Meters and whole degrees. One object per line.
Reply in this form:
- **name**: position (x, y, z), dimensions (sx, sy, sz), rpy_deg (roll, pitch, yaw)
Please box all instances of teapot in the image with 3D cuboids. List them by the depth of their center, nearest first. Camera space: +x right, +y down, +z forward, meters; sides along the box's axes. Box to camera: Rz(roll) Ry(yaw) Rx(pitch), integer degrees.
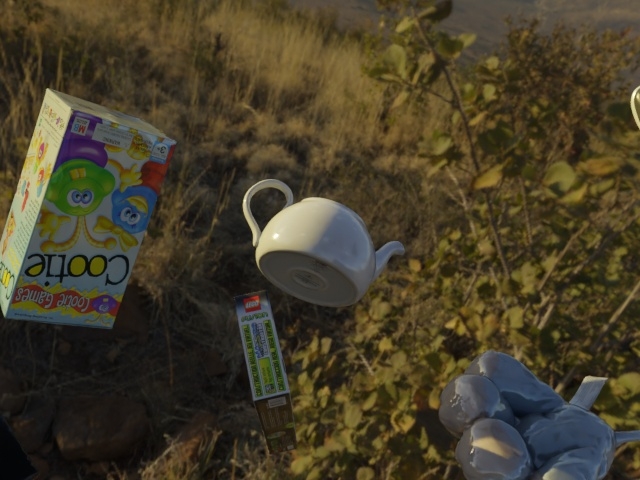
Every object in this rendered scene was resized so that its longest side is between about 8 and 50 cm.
- **teapot**: position (0.000, 0.000, 1.247), dimensions (0.252, 0.256, 0.187), rpy_deg (1, 56, 32)

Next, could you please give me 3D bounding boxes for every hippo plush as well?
- **hippo plush**: position (0.249, 0.301, 0.830), dimensions (0.294, 0.236, 0.234), rpy_deg (-13, 46, -42)

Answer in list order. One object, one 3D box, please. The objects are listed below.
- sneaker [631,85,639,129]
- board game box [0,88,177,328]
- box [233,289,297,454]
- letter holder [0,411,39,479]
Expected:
- **sneaker**: position (0.635, -0.174, 1.049), dimensions (0.147, 0.104, 0.296), rpy_deg (18, 39, -61)
- **board game box**: position (-0.324, -0.040, 0.845), dimensions (0.142, 0.275, 0.144), rpy_deg (14, 13, -38)
- **box**: position (-0.057, 0.154, 0.692), dimensions (0.036, 0.207, 0.114), rpy_deg (-12, 58, -7)
- **letter holder**: position (-0.576, 0.357, 0.817), dimensions (0.152, 0.214, 0.302), rpy_deg (55, 14, 4)
